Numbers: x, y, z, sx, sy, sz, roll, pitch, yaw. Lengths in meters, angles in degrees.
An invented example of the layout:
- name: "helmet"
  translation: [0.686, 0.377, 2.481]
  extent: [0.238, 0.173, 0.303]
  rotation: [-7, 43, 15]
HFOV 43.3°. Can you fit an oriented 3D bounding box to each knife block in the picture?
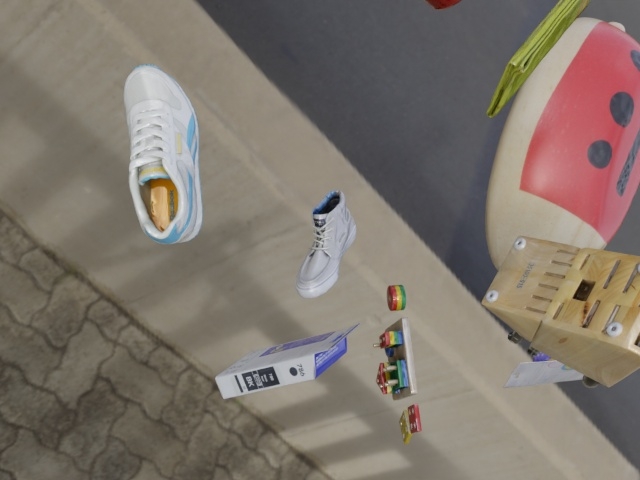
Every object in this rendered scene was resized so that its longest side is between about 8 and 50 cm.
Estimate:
- name: "knife block"
  translation: [0.302, 0.098, 0.844]
  extent: [0.242, 0.276, 0.088]
  rotation: [35, 80, -28]

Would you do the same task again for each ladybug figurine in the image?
- name: "ladybug figurine"
  translation: [0.406, -0.141, 1.255]
  extent: [0.305, 0.162, 0.449]
  rotation: [29, 80, -51]

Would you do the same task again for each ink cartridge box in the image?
- name: "ink cartridge box"
  translation: [-0.065, 0.276, 1.837]
  extent: [0.165, 0.333, 0.065]
  rotation: [-28, 98, -57]

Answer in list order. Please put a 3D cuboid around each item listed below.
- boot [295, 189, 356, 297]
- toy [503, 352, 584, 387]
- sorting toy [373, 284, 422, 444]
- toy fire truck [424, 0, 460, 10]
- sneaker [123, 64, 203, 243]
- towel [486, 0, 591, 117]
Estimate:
- name: "boot"
  translation: [0.000, 0.000, 1.720]
  extent: [0.258, 0.095, 0.123]
  rotation: [-63, 144, -48]
- name: "toy"
  translation: [0.468, 0.222, 1.506]
  extent: [0.237, 0.137, 0.056]
  rotation: [-3, 60, -3]
- name: "sorting toy"
  translation: [0.128, 0.224, 1.436]
  extent: [0.046, 0.132, 0.274]
  rotation: [-3, 75, -10]
- name: "toy fire truck"
  translation: [0.139, -0.352, 0.650]
  extent: [0.169, 0.302, 0.254]
  rotation: [36, 79, -17]
- name: "sneaker"
  translation: [-0.198, -0.109, 1.003]
  extent: [0.092, 0.087, 0.228]
  rotation: [-18, 96, -83]
- name: "towel"
  translation: [0.251, -0.225, 0.807]
  extent: [0.021, 0.102, 0.237]
  rotation: [38, 74, 13]
